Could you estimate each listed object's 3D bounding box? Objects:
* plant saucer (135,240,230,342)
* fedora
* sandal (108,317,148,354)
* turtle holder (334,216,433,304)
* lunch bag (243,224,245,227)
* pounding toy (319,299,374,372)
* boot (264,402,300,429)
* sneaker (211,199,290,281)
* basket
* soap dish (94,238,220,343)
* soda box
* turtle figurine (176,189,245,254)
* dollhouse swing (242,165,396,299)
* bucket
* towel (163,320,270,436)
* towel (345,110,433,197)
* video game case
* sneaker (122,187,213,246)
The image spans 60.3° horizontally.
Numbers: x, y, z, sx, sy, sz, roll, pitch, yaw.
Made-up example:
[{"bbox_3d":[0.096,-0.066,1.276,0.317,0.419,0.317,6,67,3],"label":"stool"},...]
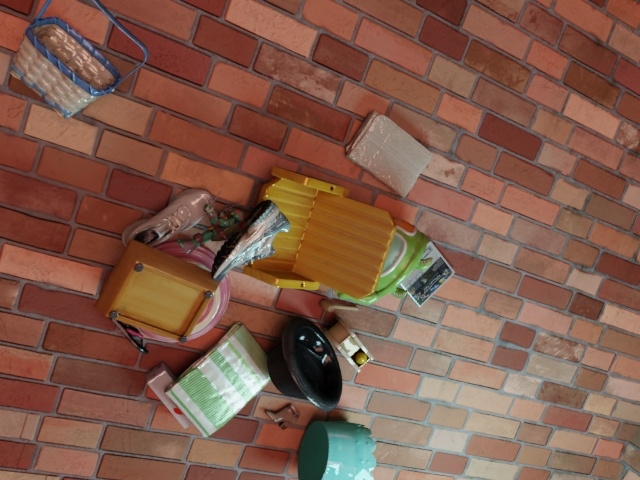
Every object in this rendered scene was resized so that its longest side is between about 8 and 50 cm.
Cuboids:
[{"bbox_3d":[-0.441,0.168,1.707,0.332,0.084,0.332,-5,104,-19],"label":"plant saucer"},{"bbox_3d":[-0.067,0.428,1.844,0.153,0.334,0.334,-24,114,24],"label":"fedora"},{"bbox_3d":[-0.584,0.283,1.697,0.040,0.067,0.179,-41,111,-18],"label":"sandal"},{"bbox_3d":[0.199,0.060,1.847,0.227,0.243,0.320,37,126,-9],"label":"turtle holder"},{"bbox_3d":[-0.207,-0.023,1.747,0.053,0.071,0.083,-35,113,-6],"label":"lunch bag"},{"bbox_3d":[0.107,0.316,1.897,0.155,0.154,0.269,-40,113,-6],"label":"pounding toy"},{"bbox_3d":[-0.131,0.613,1.953,0.087,0.042,0.118,-45,114,-11],"label":"boot"},{"bbox_3d":[-0.197,0.023,1.588,0.122,0.110,0.283,42,93,-23],"label":"sneaker"},{"bbox_3d":[-0.621,-0.480,1.401,0.289,0.201,0.255,-32,116,24],"label":"basket"},{"bbox_3d":[-0.455,0.156,1.570,0.291,0.118,0.228,27,102,-28],"label":"soap dish"},{"bbox_3d":[-0.474,0.502,1.782,0.069,0.074,0.216,-35,112,-9],"label":"soda box"},{"bbox_3d":[-0.312,-0.048,1.633,0.234,0.175,0.118,-37,78,-9],"label":"turtle figurine"},{"bbox_3d":[0.000,0.000,1.678,0.315,0.305,0.346,10,101,-49],"label":"dollhouse swing"},{"bbox_3d":[0.049,0.770,1.933,0.183,0.281,0.281,19,96,-21],"label":"bucket"},{"bbox_3d":[-0.318,0.458,1.806,0.325,0.038,0.247,-42,114,-24],"label":"towel"},{"bbox_3d":[0.230,-0.288,1.848,0.282,0.049,0.187,34,92,-24],"label":"towel"},{"bbox_3d":[0.379,0.123,2.016,0.190,0.022,0.173,-44,112,-5],"label":"video game case"},{"bbox_3d":[-0.442,-0.050,1.627,0.297,0.129,0.111,-36,111,-9],"label":"sneaker"}]
